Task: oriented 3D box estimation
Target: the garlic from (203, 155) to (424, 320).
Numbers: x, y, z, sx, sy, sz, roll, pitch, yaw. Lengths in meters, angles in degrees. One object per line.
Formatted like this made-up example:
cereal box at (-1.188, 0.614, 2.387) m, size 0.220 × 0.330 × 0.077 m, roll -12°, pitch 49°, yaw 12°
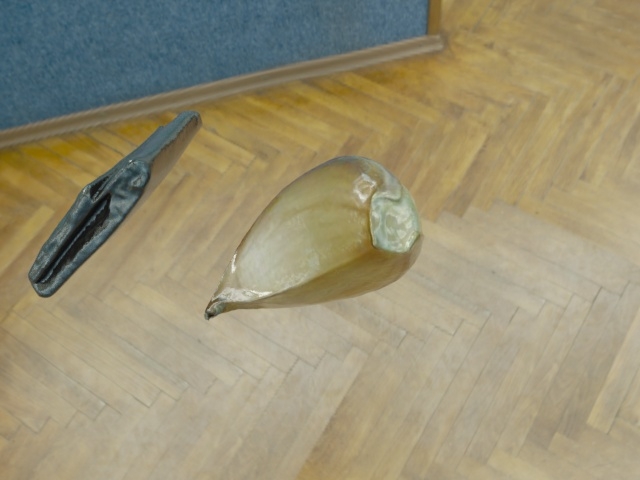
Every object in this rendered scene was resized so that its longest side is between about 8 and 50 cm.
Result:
garlic at (0.006, 0.007, 0.633) m, size 0.206 × 0.115 × 0.128 m, roll -29°, pitch 45°, yaw 27°

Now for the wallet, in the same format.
wallet at (-0.209, -0.053, 0.741) m, size 0.049 × 0.229 × 0.182 m, roll 42°, pitch 111°, yaw -13°
